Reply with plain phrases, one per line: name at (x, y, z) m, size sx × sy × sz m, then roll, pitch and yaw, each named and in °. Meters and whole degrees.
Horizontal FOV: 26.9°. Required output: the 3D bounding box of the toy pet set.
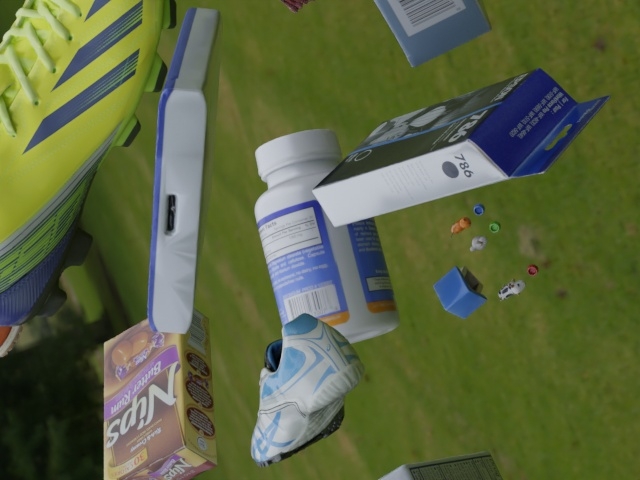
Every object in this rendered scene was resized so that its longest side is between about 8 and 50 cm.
toy pet set at (0.201, 0.038, 1.727) m, size 0.122 × 0.114 × 0.065 m, roll 47°, pitch -157°, yaw -4°

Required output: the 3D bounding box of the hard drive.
hard drive at (-0.121, -0.077, 1.221) m, size 0.318 × 0.040 × 0.210 m, roll -95°, pitch 10°, yaw -69°

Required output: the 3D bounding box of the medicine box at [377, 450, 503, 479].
medicine box at (0.182, 0.450, 1.858) m, size 0.289 × 0.149 × 0.263 m, roll 8°, pitch -128°, yaw -59°

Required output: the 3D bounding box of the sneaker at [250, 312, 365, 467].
sneaker at (-0.022, 0.140, 1.226) m, size 0.086 × 0.085 × 0.237 m, roll 56°, pitch 151°, yaw 18°

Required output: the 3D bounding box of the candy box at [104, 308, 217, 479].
candy box at (-0.163, 0.162, 1.348) m, size 0.053 × 0.109 × 0.186 m, roll 39°, pitch -150°, yaw -40°

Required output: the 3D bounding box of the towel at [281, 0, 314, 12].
towel at (-0.110, -0.420, 1.549) m, size 0.329 × 0.037 × 0.237 m, roll 24°, pitch -137°, yaw -67°

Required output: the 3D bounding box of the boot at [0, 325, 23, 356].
boot at (-0.306, 0.027, 1.196) m, size 0.059 × 0.084 × 0.158 m, roll 4°, pitch 91°, yaw 43°

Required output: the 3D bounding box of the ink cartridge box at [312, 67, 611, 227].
ink cartridge box at (0.152, -0.109, 1.513) m, size 0.333 × 0.165 × 0.065 m, roll -14°, pitch 114°, yaw 47°

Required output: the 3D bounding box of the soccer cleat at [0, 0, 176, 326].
soccer cleat at (-0.176, -0.082, 0.805) m, size 0.093 × 0.121 × 0.289 m, roll 34°, pitch 106°, yaw 50°

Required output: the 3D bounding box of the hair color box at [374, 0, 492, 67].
hair color box at (0.100, -0.406, 1.682) m, size 0.185 × 0.113 × 0.374 m, roll 54°, pitch -161°, yaw -37°

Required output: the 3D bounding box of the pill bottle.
pill bottle at (0.000, 0.000, 1.743) m, size 0.152 × 0.152 × 0.272 m, roll 133°, pitch 124°, yaw -72°
